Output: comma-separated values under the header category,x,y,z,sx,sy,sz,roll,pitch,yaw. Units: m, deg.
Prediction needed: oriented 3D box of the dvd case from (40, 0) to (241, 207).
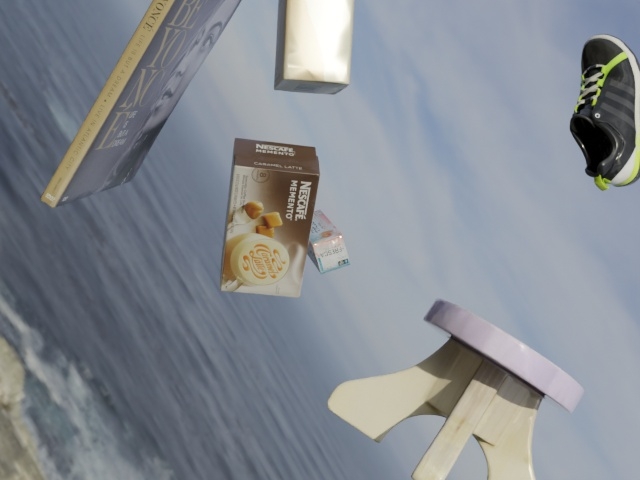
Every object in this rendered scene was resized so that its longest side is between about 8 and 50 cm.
category,x,y,z,sx,sy,sz,roll,pitch,yaw
dvd case,-0.128,-0.130,0.686,0.018,0.221,0.164,34,14,1

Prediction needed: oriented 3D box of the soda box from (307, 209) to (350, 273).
category,x,y,z,sx,sy,sz,roll,pitch,yaw
soda box,0.000,0.000,1.596,0.183,0.058,0.063,-127,-161,-70

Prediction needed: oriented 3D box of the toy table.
category,x,y,z,sx,sy,sz,roll,pitch,yaw
toy table,0.153,0.174,0.885,0.252,0.161,0.274,31,-4,25

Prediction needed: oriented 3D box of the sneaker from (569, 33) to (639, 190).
category,x,y,z,sx,sy,sz,roll,pitch,yaw
sneaker,0.396,-0.186,1.216,0.084,0.097,0.235,-29,-116,56

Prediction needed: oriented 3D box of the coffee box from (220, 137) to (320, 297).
category,x,y,z,sx,sy,sz,roll,pitch,yaw
coffee box,-0.088,-0.035,1.447,0.098,0.141,0.247,-97,-165,-56

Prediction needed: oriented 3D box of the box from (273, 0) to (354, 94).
category,x,y,z,sx,sy,sz,roll,pitch,yaw
box,-0.009,-0.426,1.545,0.148,0.121,0.311,-177,-91,-80
